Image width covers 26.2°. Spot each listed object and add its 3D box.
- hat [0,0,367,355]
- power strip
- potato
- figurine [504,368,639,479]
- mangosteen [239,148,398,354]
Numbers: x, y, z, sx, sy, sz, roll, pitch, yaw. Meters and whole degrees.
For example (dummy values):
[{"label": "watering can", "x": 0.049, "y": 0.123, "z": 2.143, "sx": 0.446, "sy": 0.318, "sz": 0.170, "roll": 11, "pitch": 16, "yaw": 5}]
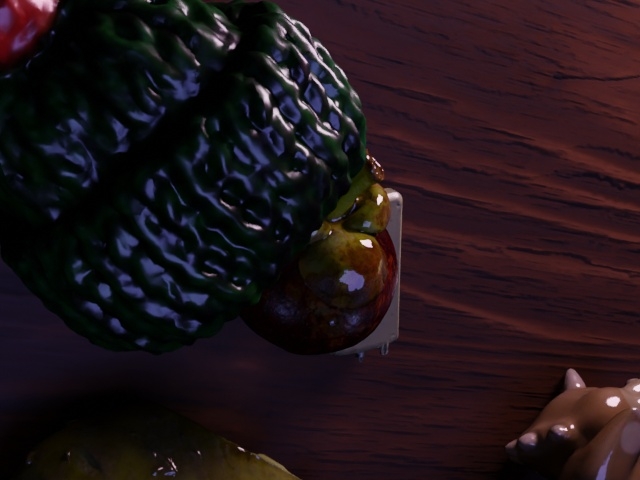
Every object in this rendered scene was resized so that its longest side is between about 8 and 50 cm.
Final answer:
[{"label": "hat", "x": -0.148, "y": -0.100, "z": 0.966, "sx": 0.332, "sy": 0.242, "sz": 0.274, "roll": 46, "pitch": 68, "yaw": -26}, {"label": "power strip", "x": 0.038, "y": 0.036, "z": 1.264, "sx": 0.076, "sy": 0.028, "sz": 0.169, "roll": -11, "pitch": 115, "yaw": -29}, {"label": "potato", "x": -0.128, "y": 0.226, "z": 1.169, "sx": 0.298, "sy": 0.141, "sz": 0.176, "roll": 5, "pitch": 95, "yaw": -34}, {"label": "figurine", "x": 0.276, "y": 0.259, "z": 1.429, "sx": 0.177, "sy": 0.173, "sz": 0.247, "roll": 11, "pitch": 89, "yaw": -24}, {"label": "mangosteen", "x": -0.008, "y": 0.009, "z": 1.132, "sx": 0.146, "sy": 0.156, "sz": 0.181, "roll": -38, "pitch": 158, "yaw": -23}]
